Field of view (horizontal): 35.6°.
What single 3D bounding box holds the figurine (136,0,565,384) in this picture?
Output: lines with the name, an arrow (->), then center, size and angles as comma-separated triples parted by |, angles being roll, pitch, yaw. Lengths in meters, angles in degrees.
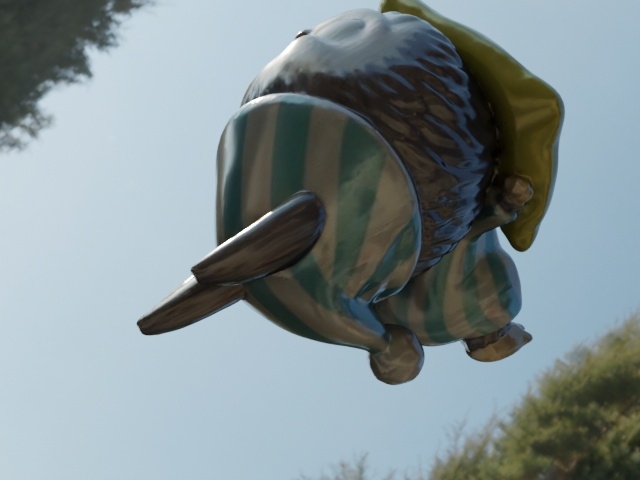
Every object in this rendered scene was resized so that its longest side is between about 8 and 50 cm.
figurine -> 0.000, 0.000, 0.884 | 0.266, 0.377, 0.362 | 34, -37, 50
